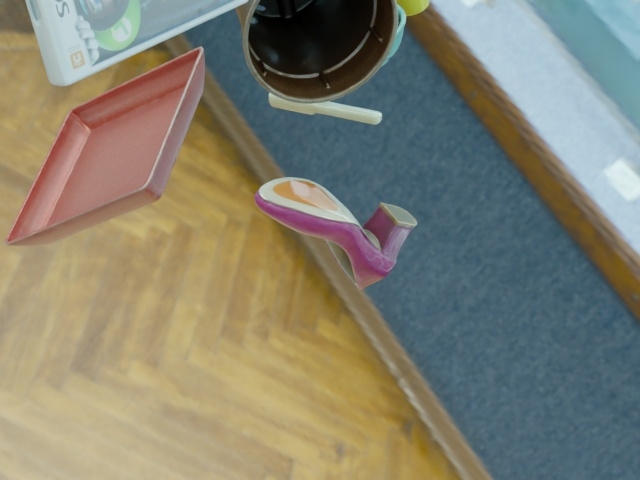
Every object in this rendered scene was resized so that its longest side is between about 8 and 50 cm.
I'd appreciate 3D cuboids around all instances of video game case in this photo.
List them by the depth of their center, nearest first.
[{"bbox_3d":[-0.135,-0.222,0.837,0.022,0.173,0.190,11,34,39],"label":"video game case"}]

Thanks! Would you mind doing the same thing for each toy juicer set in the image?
[{"bbox_3d":[0.018,-0.277,1.630,0.329,0.209,0.089,-68,147,-42],"label":"toy juicer set"}]

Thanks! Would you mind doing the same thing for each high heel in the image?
[{"bbox_3d":[0.000,0.000,1.364,0.244,0.117,0.082,6,35,-49],"label":"high heel"}]

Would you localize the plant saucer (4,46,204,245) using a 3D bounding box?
[{"bbox_3d":[-0.263,-0.109,1.532,0.048,0.258,0.259,46,41,-33],"label":"plant saucer"}]

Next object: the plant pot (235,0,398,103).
[{"bbox_3d":[-0.023,-0.258,1.281,0.167,0.167,0.165,16,27,-30],"label":"plant pot"}]
